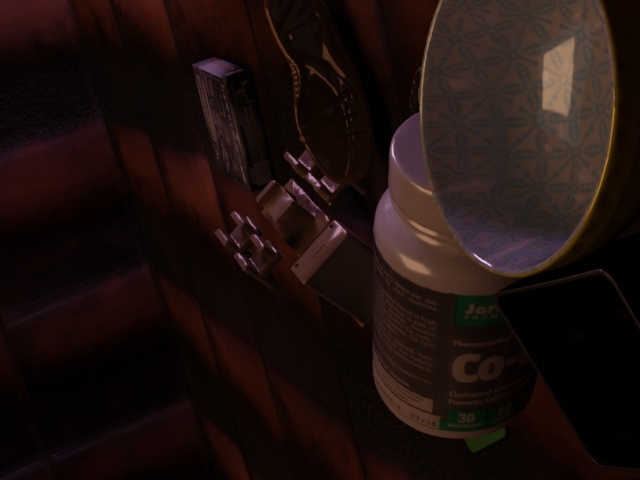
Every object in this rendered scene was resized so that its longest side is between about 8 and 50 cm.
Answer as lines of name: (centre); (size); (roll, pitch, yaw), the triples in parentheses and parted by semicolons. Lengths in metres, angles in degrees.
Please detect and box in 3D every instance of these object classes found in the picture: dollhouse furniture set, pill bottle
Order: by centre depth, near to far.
pill bottle: (0.160, 0.039, 1.161); (0.204, 0.204, 0.361); (51, 154, 42)
dollhouse furniture set: (0.000, 0.000, 1.574); (0.161, 0.212, 0.242); (36, -172, -43)

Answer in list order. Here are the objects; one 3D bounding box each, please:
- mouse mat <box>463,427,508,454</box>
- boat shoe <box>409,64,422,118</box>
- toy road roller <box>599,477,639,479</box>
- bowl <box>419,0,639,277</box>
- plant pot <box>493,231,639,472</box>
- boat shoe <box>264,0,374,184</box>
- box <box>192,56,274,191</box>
mouse mat: (0.207, 0.217, 1.506); (0.189, 0.007, 0.152); (65, 160, 15)
boat shoe: (0.135, -0.167, 1.268); (0.133, 0.049, 0.042); (90, -179, -58)
toy road roller: (0.382, 0.396, 1.016); (0.329, 0.241, 0.202); (-61, -40, -65)
bowl: (0.220, -0.117, 0.884); (0.289, 0.156, 0.289); (176, 90, -66)
plant pot: (0.294, 0.073, 0.871); (0.188, 0.167, 0.187); (58, 160, -2)
boat shoe: (0.010, -0.229, 1.469); (0.302, 0.109, 0.098); (69, -160, -1)
box: (-0.169, -0.226, 1.980); (0.183, 0.056, 0.231); (34, 140, 60)
